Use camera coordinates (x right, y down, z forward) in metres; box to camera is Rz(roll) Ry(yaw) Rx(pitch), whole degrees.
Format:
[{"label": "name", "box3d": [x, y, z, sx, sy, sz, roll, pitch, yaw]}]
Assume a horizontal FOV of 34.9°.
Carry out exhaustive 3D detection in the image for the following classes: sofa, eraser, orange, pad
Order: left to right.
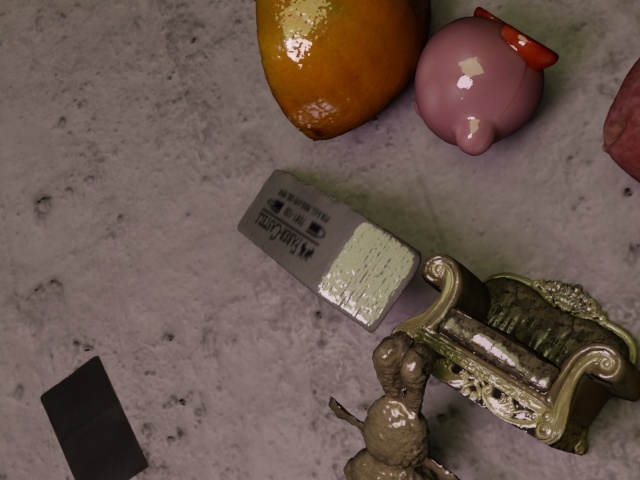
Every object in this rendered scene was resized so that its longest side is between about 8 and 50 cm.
[{"label": "pad", "box3d": [-0.330, 0.275, 1.471, 0.116, 0.004, 0.193, -35, 64, 9]}, {"label": "eraser", "box3d": [-0.001, 0.000, 1.298, 0.111, 0.077, 0.352, -55, 27, 0]}, {"label": "orange", "box3d": [0.022, -0.296, 1.349, 0.274, 0.274, 0.310, 34, 89, 27]}, {"label": "sofa", "box3d": [0.237, 0.112, 1.172, 0.258, 0.200, 0.182, 30, 90, 28]}]

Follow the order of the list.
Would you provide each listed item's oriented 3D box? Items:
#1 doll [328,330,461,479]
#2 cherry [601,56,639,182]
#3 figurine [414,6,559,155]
[{"label": "doll", "box3d": [0.082, 0.215, 1.174, 0.203, 0.285, 0.091, -3, 38, 35]}, {"label": "cherry", "box3d": [0.470, -0.148, 1.143, 0.308, 0.221, 0.261, -22, 59, 30]}, {"label": "figurine", "box3d": [0.200, -0.199, 1.295, 0.173, 0.173, 0.173, -6, 73, 21]}]
